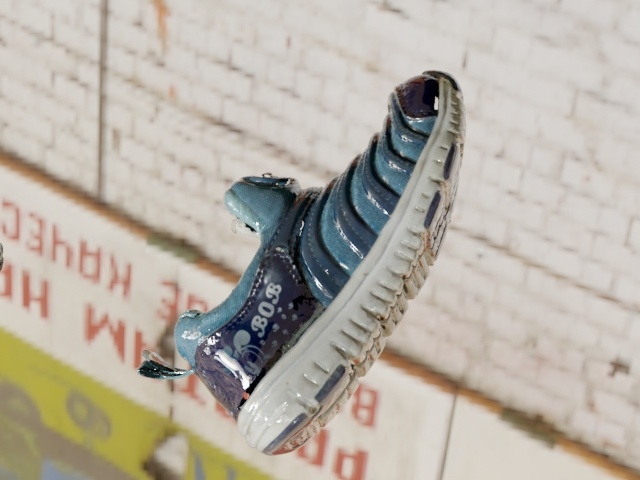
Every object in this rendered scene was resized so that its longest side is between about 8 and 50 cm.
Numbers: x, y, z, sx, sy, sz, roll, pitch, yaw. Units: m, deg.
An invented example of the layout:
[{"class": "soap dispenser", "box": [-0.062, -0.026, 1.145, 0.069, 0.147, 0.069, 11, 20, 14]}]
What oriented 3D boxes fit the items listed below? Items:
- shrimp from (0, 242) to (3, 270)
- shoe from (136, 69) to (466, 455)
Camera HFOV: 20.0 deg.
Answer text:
[{"class": "shrimp", "box": [-0.279, -0.017, 1.113, 0.174, 0.076, 0.082, 34, -103, -18]}, {"class": "shoe", "box": [0.000, 0.000, 0.879, 0.106, 0.091, 0.207, 34, -98, 11]}]
